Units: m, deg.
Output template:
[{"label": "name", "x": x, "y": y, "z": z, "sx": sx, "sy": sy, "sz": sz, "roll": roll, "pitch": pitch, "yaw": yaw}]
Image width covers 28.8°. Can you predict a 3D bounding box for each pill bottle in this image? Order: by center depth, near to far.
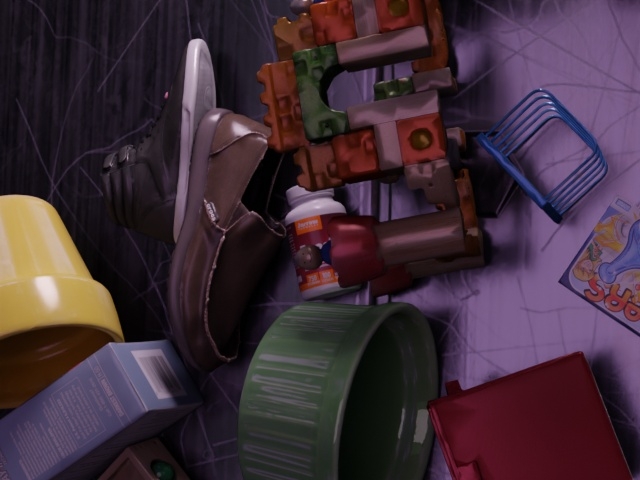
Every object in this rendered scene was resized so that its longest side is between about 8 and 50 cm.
[{"label": "pill bottle", "x": 0.000, "y": 0.000, "z": 1.681, "sx": 0.086, "sy": 0.086, "sz": 0.152, "roll": -16, "pitch": 81, "yaw": 17}]

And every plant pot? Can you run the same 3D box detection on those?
[{"label": "plant pot", "x": -0.426, "y": 0.078, "z": 1.755, "sx": 0.254, "sy": 0.254, "sz": 0.239, "roll": -28, "pitch": 62, "yaw": 15}]

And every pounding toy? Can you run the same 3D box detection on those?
[{"label": "pounding toy", "x": -0.225, "y": 0.352, "z": 1.741, "sx": 0.130, "sy": 0.100, "sz": 0.141, "roll": 49, "pitch": 112, "yaw": 16}]

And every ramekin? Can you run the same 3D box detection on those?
[{"label": "ramekin", "x": 0.023, "y": 0.218, "z": 1.554, "sx": 0.148, "sy": 0.303, "sz": 0.303, "roll": 7, "pitch": 89, "yaw": 27}]

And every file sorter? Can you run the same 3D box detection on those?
[{"label": "file sorter", "x": 0.282, "y": -0.106, "z": 1.548, "sx": 0.104, "sy": 0.170, "sz": 0.118, "roll": -44, "pitch": 74, "yaw": 9}]

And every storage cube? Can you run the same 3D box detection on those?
[{"label": "storage cube", "x": 0.249, "y": 0.254, "z": 1.506, "sx": 0.193, "sy": 0.183, "sz": 0.215, "roll": -19, "pitch": 79, "yaw": 1}]

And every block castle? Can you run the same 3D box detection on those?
[{"label": "block castle", "x": 0.059, "y": -0.163, "z": 1.562, "sx": 0.213, "sy": 0.303, "sz": 0.453, "roll": -10, "pitch": 83, "yaw": 12}]

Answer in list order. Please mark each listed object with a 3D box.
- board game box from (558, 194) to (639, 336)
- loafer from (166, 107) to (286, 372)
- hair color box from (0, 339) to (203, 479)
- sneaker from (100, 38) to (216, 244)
[{"label": "board game box", "x": 0.420, "y": 0.053, "z": 1.560, "sx": 0.201, "sy": 0.035, "sz": 0.136, "roll": 35, "pitch": 97, "yaw": 18}, {"label": "loafer", "x": -0.118, "y": 0.001, "z": 1.696, "sx": 0.130, "sy": 0.134, "sz": 0.366, "roll": 5, "pitch": 88, "yaw": 20}, {"label": "hair color box", "x": -0.367, "y": 0.284, "z": 1.736, "sx": 0.374, "sy": 0.185, "sz": 0.113, "roll": -35, "pitch": 77, "yaw": 14}, {"label": "sneaker", "x": -0.234, "y": -0.142, "z": 1.760, "sx": 0.147, "sy": 0.104, "sz": 0.295, "roll": 7, "pitch": 93, "yaw": 14}]
